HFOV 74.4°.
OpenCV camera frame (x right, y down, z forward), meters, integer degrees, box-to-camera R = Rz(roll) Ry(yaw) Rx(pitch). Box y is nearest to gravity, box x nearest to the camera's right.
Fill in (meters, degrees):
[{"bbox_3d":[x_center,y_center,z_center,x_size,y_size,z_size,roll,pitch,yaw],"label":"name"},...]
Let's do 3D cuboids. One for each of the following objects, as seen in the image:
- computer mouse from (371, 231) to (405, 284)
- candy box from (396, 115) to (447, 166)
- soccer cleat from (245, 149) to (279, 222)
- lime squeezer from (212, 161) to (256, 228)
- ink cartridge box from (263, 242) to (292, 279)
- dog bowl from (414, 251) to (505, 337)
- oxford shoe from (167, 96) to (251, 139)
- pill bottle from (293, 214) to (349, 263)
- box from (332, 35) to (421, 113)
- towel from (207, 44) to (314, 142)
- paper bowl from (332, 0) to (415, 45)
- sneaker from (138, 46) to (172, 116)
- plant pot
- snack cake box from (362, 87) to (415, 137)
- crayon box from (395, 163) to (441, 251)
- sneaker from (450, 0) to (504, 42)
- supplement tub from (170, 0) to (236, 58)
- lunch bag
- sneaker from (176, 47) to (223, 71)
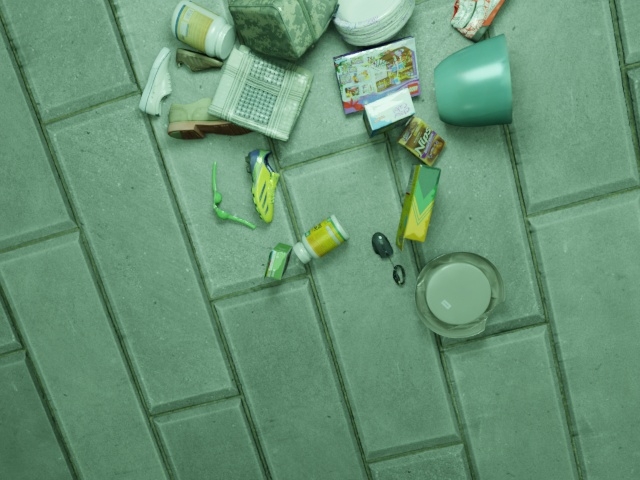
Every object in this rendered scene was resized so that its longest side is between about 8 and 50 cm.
[{"bbox_3d":[0.278,0.076,1.697,0.071,0.041,0.242,-30,97,7],"label":"computer mouse"},{"bbox_3d":[0.376,-0.363,1.560,0.186,0.053,0.109,24,103,-39],"label":"candy box"},{"bbox_3d":[-0.213,-0.213,1.655,0.121,0.093,0.290,-11,99,-1],"label":"soccer cleat"},{"bbox_3d":[-0.387,-0.158,1.693,0.109,0.059,0.311,-30,96,8],"label":"lime squeezer"},{"bbox_3d":[-0.163,0.084,1.640,0.062,0.209,0.109,16,100,1],"label":"ink cartridge box"},{"bbox_3d":[0.539,0.204,1.672,0.347,0.102,0.350,1,99,4],"label":"dog bowl"},{"bbox_3d":[-0.388,-0.481,1.601,0.395,0.140,0.147,-4,84,-2],"label":"oxford shoe"},{"bbox_3d":[0.000,0.000,1.663,0.208,0.117,0.118,-34,96,9],"label":"pill bottle"},{"bbox_3d":[0.208,-0.603,1.543,0.292,0.057,0.201,-13,122,5],"label":"box"},{"bbox_3d":[-0.211,-0.549,1.543,0.311,0.056,0.325,20,74,-4],"label":"towel"},{"bbox_3d":[0.186,-0.803,1.465,0.283,0.148,0.285,-11,66,24],"label":"paper bowl"},{"bbox_3d":[-0.614,-0.606,1.625,0.091,0.094,0.258,21,105,-19],"label":"sneaker"},{"bbox_3d":[0.524,-0.532,1.465,0.234,0.293,0.294,-6,99,21],"label":"plant pot"},{"bbox_3d":[0.236,-0.445,1.498,0.152,0.264,0.089,-19,96,7],"label":"snack cake box"},{"bbox_3d":[0.360,-0.120,1.579,0.081,0.202,0.319,11,101,2],"label":"crayon box"},{"bbox_3d":[0.574,-0.865,1.496,0.144,0.090,0.270,29,103,-4],"label":"sneaker"},{"bbox_3d":[-0.427,-0.770,1.547,0.199,0.144,0.145,27,100,-1],"label":"supplement tub"},{"bbox_3d":[-0.115,-0.783,1.438,0.305,0.213,0.256,26,72,39],"label":"lunch bag"},{"bbox_3d":[-0.462,-0.679,1.615,0.188,0.066,0.071,18,117,6],"label":"sneaker"}]
